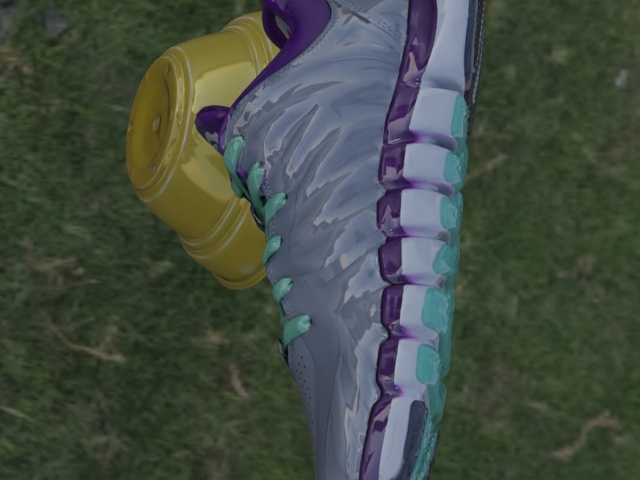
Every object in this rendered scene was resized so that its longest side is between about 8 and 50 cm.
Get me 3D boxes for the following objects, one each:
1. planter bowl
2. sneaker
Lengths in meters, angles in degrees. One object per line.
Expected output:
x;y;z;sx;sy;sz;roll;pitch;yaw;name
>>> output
-0.084;-0.077;1.101;0.090;0.217;0.217;10;86;-27;planter bowl
0.000;0.000;0.525;0.083;0.098;0.223;81;16;-64;sneaker
